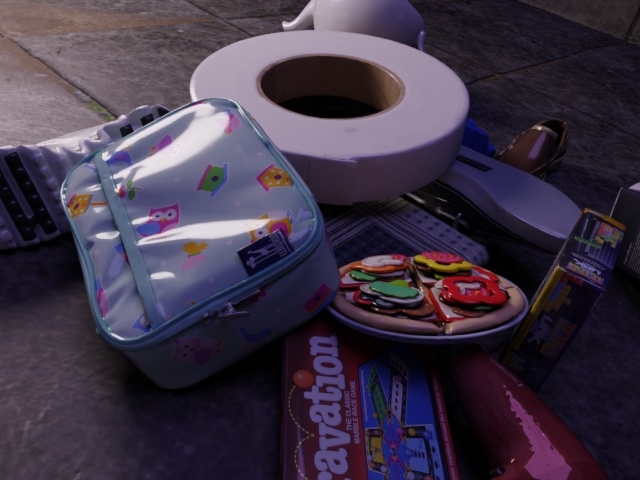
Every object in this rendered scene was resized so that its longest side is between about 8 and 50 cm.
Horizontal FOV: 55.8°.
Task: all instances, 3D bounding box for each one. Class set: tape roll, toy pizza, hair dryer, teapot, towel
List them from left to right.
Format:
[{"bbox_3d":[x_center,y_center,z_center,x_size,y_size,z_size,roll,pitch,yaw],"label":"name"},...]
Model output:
[{"bbox_3d":[0.000,0.000,0.745,0.324,0.056,0.312,36,43,25],"label":"towel"},{"bbox_3d":[0.013,-0.191,0.853,0.391,0.072,0.392,3,40,-2],"label":"tape roll"},{"bbox_3d":[0.082,-0.422,1.253,0.252,0.187,0.256,30,9,-27],"label":"teapot"},{"bbox_3d":[0.098,0.043,0.590,0.201,0.032,0.201,0,18,0],"label":"toy pizza"},{"bbox_3d":[0.143,0.186,0.440,0.223,0.080,0.293,36,27,-17],"label":"hair dryer"}]

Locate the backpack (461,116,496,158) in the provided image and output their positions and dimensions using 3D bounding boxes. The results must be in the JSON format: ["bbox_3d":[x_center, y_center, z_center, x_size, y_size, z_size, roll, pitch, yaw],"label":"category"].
[{"bbox_3d":[0.224,-0.157,1.000,0.101,0.098,0.120,27,21,-20],"label":"backpack"}]

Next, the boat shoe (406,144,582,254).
[{"bbox_3d":[0.217,-0.046,0.831,0.113,0.105,0.306,-23,43,-36],"label":"boat shoe"}]

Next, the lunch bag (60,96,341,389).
[{"bbox_3d":[-0.125,-0.008,0.582,0.224,0.108,0.279,-27,49,-9],"label":"lunch bag"}]

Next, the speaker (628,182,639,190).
[{"bbox_3d":[0.557,-0.038,0.986,0.055,0.055,0.136,-2,37,-22],"label":"speaker"}]

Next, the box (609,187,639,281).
[{"bbox_3d":[0.500,0.015,0.798,0.153,0.108,0.207,8,19,-10],"label":"box"}]

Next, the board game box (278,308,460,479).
[{"bbox_3d":[0.038,0.173,0.490,0.145,0.027,0.281,7,42,-9],"label":"board game box"}]

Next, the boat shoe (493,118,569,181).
[{"bbox_3d":[0.362,-0.155,1.043,0.095,0.095,0.257,30,37,22],"label":"boat shoe"}]

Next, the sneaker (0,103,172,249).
[{"bbox_3d":[-0.300,-0.073,0.698,0.292,0.110,0.118,-27,23,-35],"label":"sneaker"}]

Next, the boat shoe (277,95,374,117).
[{"bbox_3d":[0.014,-0.294,1.099,0.307,0.111,0.104,-17,47,-38],"label":"boat shoe"}]

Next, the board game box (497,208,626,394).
[{"bbox_3d":[0.239,0.069,0.615,0.048,0.170,0.141,28,38,17],"label":"board game box"}]
